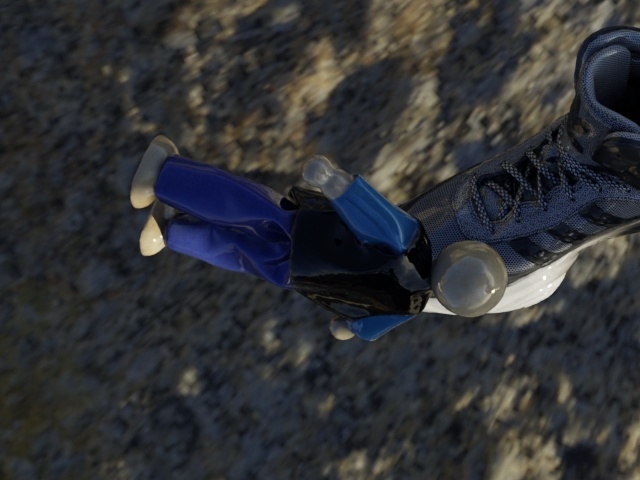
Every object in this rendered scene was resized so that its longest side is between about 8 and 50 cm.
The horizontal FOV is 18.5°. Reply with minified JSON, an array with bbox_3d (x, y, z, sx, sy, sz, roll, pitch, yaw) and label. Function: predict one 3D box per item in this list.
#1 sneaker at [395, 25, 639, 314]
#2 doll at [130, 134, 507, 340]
[{"bbox_3d":[0.142,-0.046,1.157,0.268,0.153,0.101,-17,60,8],"label":"sneaker"},{"bbox_3d":[0.000,0.000,0.964,0.189,0.046,0.129,16,142,16],"label":"doll"}]
